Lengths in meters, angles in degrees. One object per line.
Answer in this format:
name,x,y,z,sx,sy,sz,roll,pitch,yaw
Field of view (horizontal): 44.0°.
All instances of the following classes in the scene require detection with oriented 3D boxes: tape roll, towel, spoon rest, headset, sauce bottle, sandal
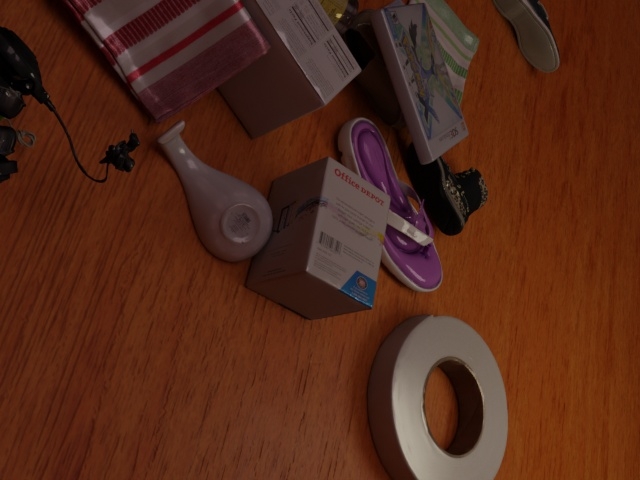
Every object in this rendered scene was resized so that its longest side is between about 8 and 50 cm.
tape roll,0.256,0.350,1.668,0.392,0.072,0.392,13,70,-41
towel,0.284,-0.459,1.949,0.248,0.038,0.325,40,54,-28
spoon rest,-0.184,-0.084,1.362,0.137,0.084,0.276,-40,116,-13
headset,-0.439,-0.169,1.031,0.394,0.185,0.243,20,90,-23
sauce bottle,-0.077,-0.528,1.573,0.344,0.111,0.111,27,61,-36
towel,-0.265,-0.379,1.273,0.329,0.237,0.037,55,5,-25
sandal,0.164,-0.070,1.676,0.169,0.102,0.416,-42,108,-42

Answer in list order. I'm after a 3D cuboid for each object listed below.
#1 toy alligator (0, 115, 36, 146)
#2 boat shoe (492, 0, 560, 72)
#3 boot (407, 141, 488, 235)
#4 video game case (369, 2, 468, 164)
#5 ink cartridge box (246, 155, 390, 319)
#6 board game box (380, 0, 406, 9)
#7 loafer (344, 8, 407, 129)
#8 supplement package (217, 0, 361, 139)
toy alligator,-0.485,-0.208,1.138,0.056,0.051,0.189,-46,121,-13
boat shoe,0.597,-0.619,2.238,0.091,0.114,0.302,-46,111,-35
boot,0.298,-0.146,1.847,0.178,0.085,0.236,-34,102,-48
video game case,0.226,-0.354,1.741,0.300,0.036,0.329,-36,108,-59
ink cartridge box,0.000,0.000,1.454,0.171,0.168,0.232,31,59,-34
board game box,0.184,-0.513,1.854,0.090,0.020,0.090,49,56,2
loafer,0.116,-0.362,1.722,0.092,0.102,0.268,-28,100,-35
supplement package,-0.096,-0.351,1.437,0.262,0.204,0.145,56,47,-17
